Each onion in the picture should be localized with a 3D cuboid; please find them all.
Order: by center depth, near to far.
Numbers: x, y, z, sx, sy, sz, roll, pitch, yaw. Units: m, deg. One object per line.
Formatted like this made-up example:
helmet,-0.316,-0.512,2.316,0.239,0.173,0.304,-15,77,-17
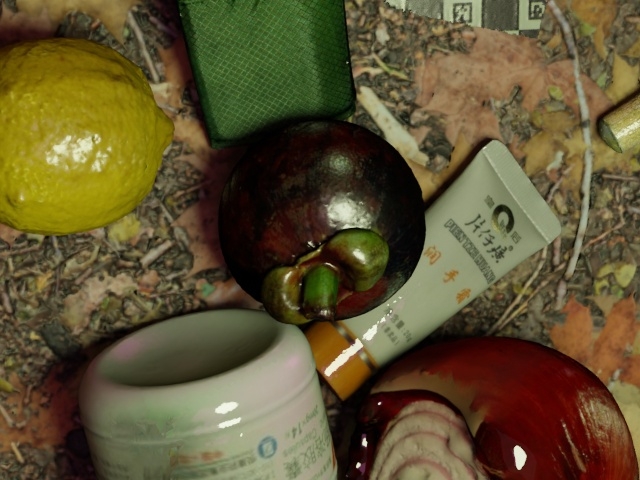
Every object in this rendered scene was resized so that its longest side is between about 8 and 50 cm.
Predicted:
onion,0.183,0.266,1.799,0.341,0.341,0.341,-4,106,-13

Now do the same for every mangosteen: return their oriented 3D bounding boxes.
mangosteen,-0.005,-0.006,1.712,0.216,0.216,0.216,-4,106,-13

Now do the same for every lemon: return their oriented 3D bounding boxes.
lemon,-0.253,-0.099,1.638,0.231,0.192,0.192,-8,107,-20

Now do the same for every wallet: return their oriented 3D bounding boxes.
wallet,-0.051,-0.190,1.681,0.160,0.055,0.236,-17,142,-6

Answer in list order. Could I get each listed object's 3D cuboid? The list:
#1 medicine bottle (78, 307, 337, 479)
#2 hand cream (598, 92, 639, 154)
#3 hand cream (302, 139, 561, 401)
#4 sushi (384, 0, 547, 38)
medicine bottle,-0.102,0.246,1.745,0.241,0.241,0.302,-15,109,-10
hand cream,0.392,-0.162,1.851,0.203,0.084,0.084,-30,110,2
hand cream,0.115,0.043,1.835,0.314,0.089,0.140,-44,113,-7
sushi,0.181,-0.354,1.756,0.192,0.043,0.279,11,102,-17
